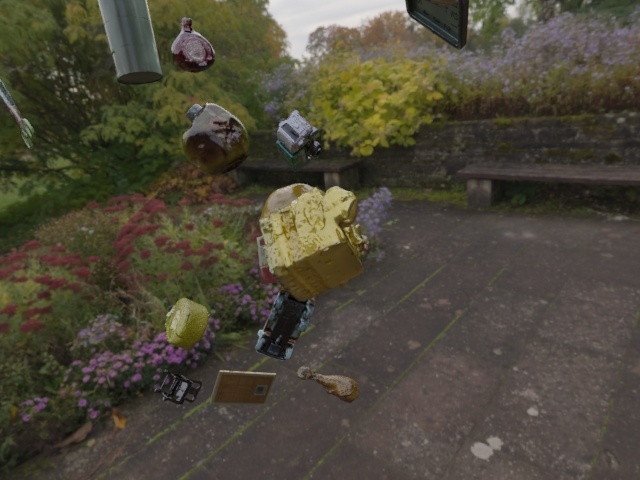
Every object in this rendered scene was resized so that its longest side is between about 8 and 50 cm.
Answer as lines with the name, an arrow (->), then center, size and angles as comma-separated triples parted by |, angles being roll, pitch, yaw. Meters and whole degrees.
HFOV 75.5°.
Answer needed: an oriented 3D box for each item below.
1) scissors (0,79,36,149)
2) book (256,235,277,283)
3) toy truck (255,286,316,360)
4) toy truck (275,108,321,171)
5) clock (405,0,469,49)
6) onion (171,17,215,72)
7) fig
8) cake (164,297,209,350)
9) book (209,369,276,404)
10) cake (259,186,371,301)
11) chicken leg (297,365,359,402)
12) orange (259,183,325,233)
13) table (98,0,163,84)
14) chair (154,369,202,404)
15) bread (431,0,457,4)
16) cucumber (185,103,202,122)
scissors -> -0.870, -0.361, 1.182 | 0.020, 0.187, 0.133 | -34, 13, -39
book -> -0.236, 0.086, 1.962 | 0.162, 0.232, 0.022 | -12, -9, 40
toy truck -> -0.124, 0.273, 1.454 | 0.132, 0.338, 0.184 | 21, 30, -8
toy truck -> -0.076, -0.323, 1.381 | 0.124, 0.114, 0.253 | -44, -8, -4
clock -> 0.386, -0.798, 1.385 | 0.279, 0.049, 0.273 | 46, 5, 19
onion -> -0.514, -0.758, 1.627 | 0.135, 0.198, 0.173 | -9, 8, 44
fig -> -0.228, -0.211, 0.927 | 0.154, 0.166, 0.144 | 39, 80, 20
cake -> -0.637, 0.392, 1.973 | 0.156, 0.179, 0.260 | 30, 4, -32
book -> -0.319, 0.614, 1.714 | 0.241, 0.170, 0.018 | 12, 19, -24
cake -> 0.000, 0.000, 1.183 | 0.286, 0.227, 0.223 | -25, 56, 7
chicken leg -> 0.030, 0.543, 1.588 | 0.251, 0.107, 0.087 | 20, 67, 7
orange -> -0.073, -0.065, 1.458 | 0.278, 0.279, 0.235 | -2, 24, 15
table -> -0.531, -0.568, 1.161 | 0.126, 0.220, 0.126 | -10, 8, 2
chair -> -0.597, 0.659, 1.819 | 0.113, 0.229, 0.106 | 9, 68, 44
bread -> 0.343, -0.741, 1.131 | 0.077, 0.152, 0.105 | 14, 21, 22
cucumber -> -0.370, -0.378, 1.313 | 0.064, 0.112, 0.064 | -40, 30, 29
